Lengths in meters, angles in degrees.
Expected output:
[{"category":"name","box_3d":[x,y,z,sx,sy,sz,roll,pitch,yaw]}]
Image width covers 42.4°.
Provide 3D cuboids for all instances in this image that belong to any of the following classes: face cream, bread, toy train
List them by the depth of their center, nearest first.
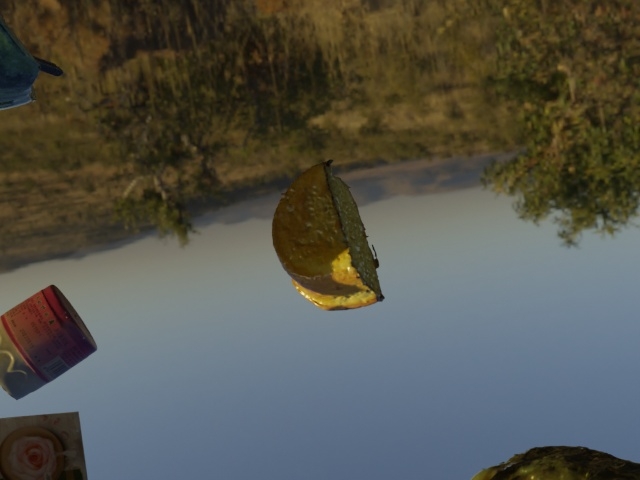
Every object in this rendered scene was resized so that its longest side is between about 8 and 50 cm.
[{"category":"bread","box_3d":[0.000,0.000,1.276,0.140,0.228,0.143,-20,150,9]},{"category":"toy train","box_3d":[-0.475,-0.300,1.413,0.017,0.017,0.083,-35,161,19]},{"category":"face cream","box_3d":[-0.598,0.214,1.739,0.195,0.175,0.175,-34,-172,-13]}]

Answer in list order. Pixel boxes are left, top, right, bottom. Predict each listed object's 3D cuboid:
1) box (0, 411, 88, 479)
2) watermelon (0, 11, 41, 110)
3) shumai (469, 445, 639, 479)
[{"category":"box","box_3d":[-0.393,0.341,1.126,0.135,0.199,0.081,2,148,-35]},{"category":"watermelon","box_3d":[-0.352,-0.203,0.740,0.256,0.260,0.176,3,-138,31]},{"category":"shumai","box_3d":[0.200,0.370,0.791,0.323,0.323,0.398,10,170,-41]}]
